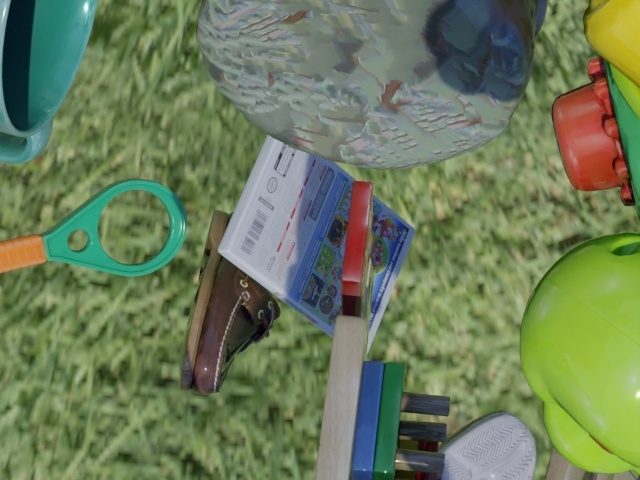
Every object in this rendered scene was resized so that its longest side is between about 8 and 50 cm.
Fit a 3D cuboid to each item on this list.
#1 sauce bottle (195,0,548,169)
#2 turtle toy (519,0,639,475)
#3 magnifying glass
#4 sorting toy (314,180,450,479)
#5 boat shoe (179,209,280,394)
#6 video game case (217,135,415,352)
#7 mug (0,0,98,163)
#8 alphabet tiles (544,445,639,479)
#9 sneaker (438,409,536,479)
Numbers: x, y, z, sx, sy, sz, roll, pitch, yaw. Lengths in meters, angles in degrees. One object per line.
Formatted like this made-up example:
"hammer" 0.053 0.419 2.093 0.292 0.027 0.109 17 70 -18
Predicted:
"sauce bottle" 0.037 -0.189 0.686 0.111 0.344 0.111 6 145 4
"turtle toy" 0.078 -0.014 0.347 0.095 0.130 0.066 39 145 -8
"magnifying glass" -0.235 0.001 1.824 0.231 0.026 0.092 -14 105 -21
"sorting toy" 0.022 0.111 0.750 0.046 0.274 0.132 5 147 4
"boat shoe" -0.066 0.047 1.564 0.073 0.207 0.073 15 130 -3
"video game case" 0.000 0.000 1.125 0.122 0.011 0.087 38 63 -34
"mug" -0.180 -0.113 0.984 0.097 0.129 0.157 16 103 10
"alphabet tiles" 0.093 0.143 0.590 0.009 0.237 0.198 8 71 26
"sneaker" 0.067 0.285 1.957 0.321 0.180 0.124 -47 117 -13
